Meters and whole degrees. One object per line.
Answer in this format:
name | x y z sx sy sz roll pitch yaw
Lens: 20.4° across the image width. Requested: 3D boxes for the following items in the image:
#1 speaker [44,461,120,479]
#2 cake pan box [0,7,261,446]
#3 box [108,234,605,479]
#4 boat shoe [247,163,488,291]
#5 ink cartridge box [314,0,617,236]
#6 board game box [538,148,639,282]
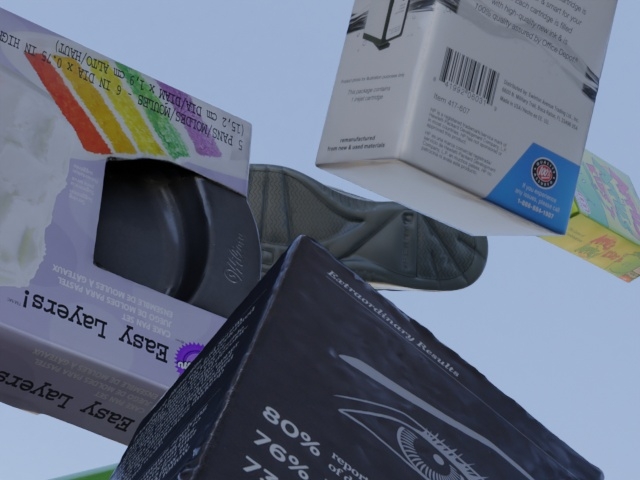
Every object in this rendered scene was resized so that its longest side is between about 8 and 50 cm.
speaker | -0.196 0.258 1.531 0.296 0.131 0.131 -8 -9 -44
cake pan box | -0.163 -0.016 1.053 0.267 0.245 0.070 25 -45 -22
box | 0.005 0.113 0.589 0.153 0.207 0.108 39 -69 -5
boat shoe | 0.001 -0.002 1.756 0.320 0.118 0.103 6 -10 -12
ink cartridge box | 0.096 -0.119 1.096 0.148 0.203 0.086 23 -15 -36
board game box | 0.224 -0.031 1.505 0.043 0.092 0.181 -33 -29 23
